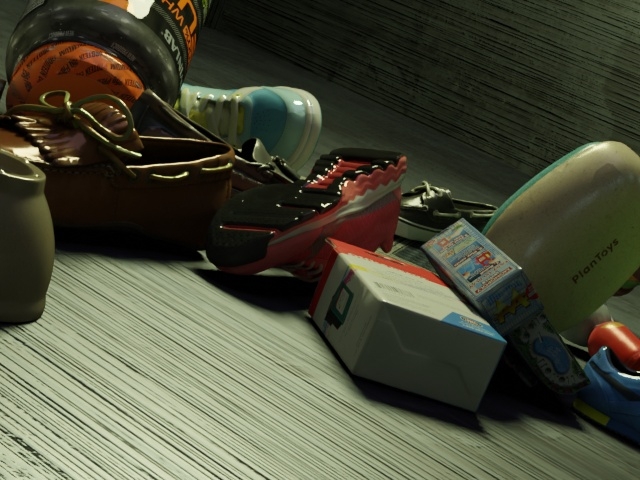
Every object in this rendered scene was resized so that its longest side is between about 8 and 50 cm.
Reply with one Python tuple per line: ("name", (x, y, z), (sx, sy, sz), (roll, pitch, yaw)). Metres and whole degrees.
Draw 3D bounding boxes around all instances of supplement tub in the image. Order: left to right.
("supplement tub", (-0.253, -0.251, 1.992), (0.207, 0.207, 0.338), (20, 43, -7))

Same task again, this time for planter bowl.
("planter bowl", (-0.277, -0.017, 1.297), (0.162, 0.109, 0.162), (21, 10, -4))

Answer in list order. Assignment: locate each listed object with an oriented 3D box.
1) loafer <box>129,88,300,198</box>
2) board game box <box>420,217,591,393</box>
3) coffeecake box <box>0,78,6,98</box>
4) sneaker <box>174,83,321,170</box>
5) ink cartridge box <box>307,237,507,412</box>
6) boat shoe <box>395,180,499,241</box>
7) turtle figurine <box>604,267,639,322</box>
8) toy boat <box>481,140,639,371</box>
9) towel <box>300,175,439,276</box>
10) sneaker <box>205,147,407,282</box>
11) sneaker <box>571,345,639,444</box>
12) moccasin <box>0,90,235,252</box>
("loafer", (-0.097, -0.088, 1.845), (0.268, 0.084, 0.096), (20, 3, -27))
("board game box", (0.191, 0.076, 1.690), (0.194, 0.060, 0.194), (55, -1, -5))
("coffeecake box", (-0.436, -0.162, 1.848), (0.142, 0.068, 0.185), (20, 10, -9))
("sneaker", (-0.160, -0.150, 2.112), (0.208, 0.127, 0.319), (11, -7, -38))
("ink cartridge box", (0.074, 0.076, 1.612), (0.134, 0.078, 0.231), (19, 10, -17))
("boat shoe", (0.133, -0.039, 2.090), (0.219, 0.070, 0.078), (12, 16, -37))
("turtle figurine", (0.407, 0.080, 2.226), (0.198, 0.274, 0.266), (-11, 5, -30))
("toy boat", (0.286, 0.040, 1.909), (0.148, 0.267, 0.318), (44, -10, 49))
("towel", (0.062, 0.015, 2.039), (0.324, 0.056, 0.312), (26, 14, 12))
("sneaker", (0.001, 0.000, 1.774), (0.116, 0.136, 0.314), (8, 23, 35))
("sneaker", (0.356, 0.176, 1.667), (0.209, 0.082, 0.069), (28, 10, 26))
("moccasin", (-0.227, -0.081, 1.624), (0.380, 0.147, 0.139), (12, 14, -43))
